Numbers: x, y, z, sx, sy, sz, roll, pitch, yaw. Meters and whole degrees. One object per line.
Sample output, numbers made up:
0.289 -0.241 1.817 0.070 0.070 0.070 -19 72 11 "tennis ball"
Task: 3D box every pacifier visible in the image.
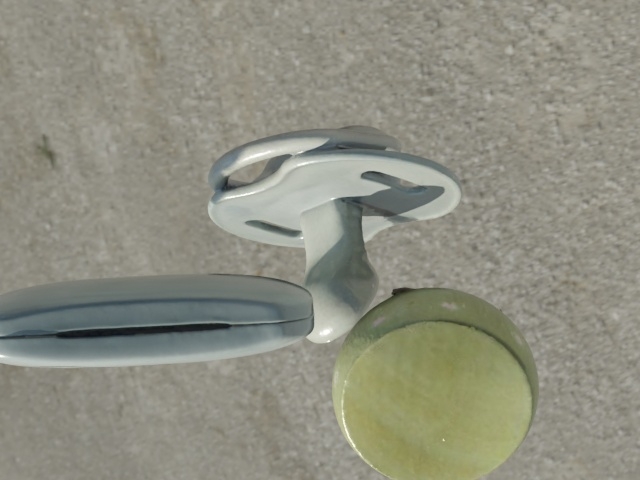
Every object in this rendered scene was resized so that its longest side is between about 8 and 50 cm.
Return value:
0.000 0.000 1.020 0.279 0.227 0.207 -20 65 48 "pacifier"

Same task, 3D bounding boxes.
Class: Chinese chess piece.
0.080 0.103 0.731 0.144 0.058 0.144 1 112 3 "Chinese chess piece"

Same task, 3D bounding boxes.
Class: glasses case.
-0.092 0.042 0.551 0.067 0.179 0.045 -147 55 -81 "glasses case"
